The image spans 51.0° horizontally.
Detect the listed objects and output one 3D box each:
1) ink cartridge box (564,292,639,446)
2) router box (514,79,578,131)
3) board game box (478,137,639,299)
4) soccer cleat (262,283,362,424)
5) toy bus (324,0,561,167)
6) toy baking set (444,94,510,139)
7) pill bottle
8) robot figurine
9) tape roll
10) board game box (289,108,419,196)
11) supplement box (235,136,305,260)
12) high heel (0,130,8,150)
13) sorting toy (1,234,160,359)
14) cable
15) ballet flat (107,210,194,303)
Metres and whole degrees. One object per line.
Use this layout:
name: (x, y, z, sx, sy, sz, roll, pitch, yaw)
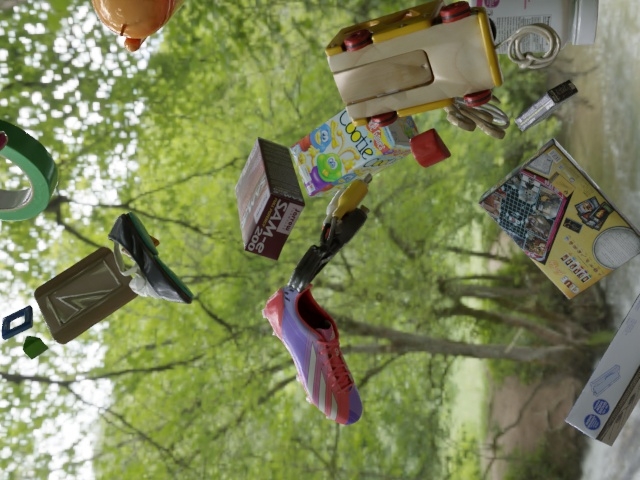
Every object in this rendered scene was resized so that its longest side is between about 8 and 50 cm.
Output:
ink cartridge box: (0.393, 0.158, 0.853, 0.097, 0.046, 0.207, 31, -90, -51)
router box: (0.519, -0.310, 1.548, 0.038, 0.092, 0.122, 55, 148, 7)
board game box: (0.419, -0.034, 1.168, 0.243, 0.165, 0.042, 46, -152, -6)
soccer cleat: (0.004, 0.177, 1.037, 0.248, 0.095, 0.083, 59, -141, -6)
toy bus: (0.109, -0.193, 0.686, 0.191, 0.202, 0.104, -59, 3, 41)
toy baking set: (0.151, -0.183, 0.866, 0.030, 0.196, 0.256, -65, -9, 27)
pill bottle: (0.499, -0.526, 1.584, 0.160, 0.282, 0.161, 2, -90, -73)
robot figurine: (-0.290, -0.405, 1.082, 0.128, 0.158, 0.219, 46, -155, -23)
tape roll: (-0.869, -0.185, 1.777, 0.321, 0.320, 0.077, 83, -172, -49)
board game box: (0.086, -0.228, 1.638, 0.144, 0.275, 0.142, -8, -107, -52)
supplement box: (-0.102, -0.085, 1.285, 0.130, 0.073, 0.239, -62, 24, 25)
high heel: (-0.741, -0.084, 1.306, 0.127, 0.377, 0.182, -63, -47, -69)
sorting toy: (-0.461, 0.111, 1.336, 0.196, 0.347, 0.047, 37, 157, 47)
cable: (0.000, 0.000, 1.059, 0.287, 0.072, 0.139, -45, -8, -49)
ballet flat: (-0.266, 0.041, 1.019, 0.203, 0.074, 0.074, 48, 162, 29)
